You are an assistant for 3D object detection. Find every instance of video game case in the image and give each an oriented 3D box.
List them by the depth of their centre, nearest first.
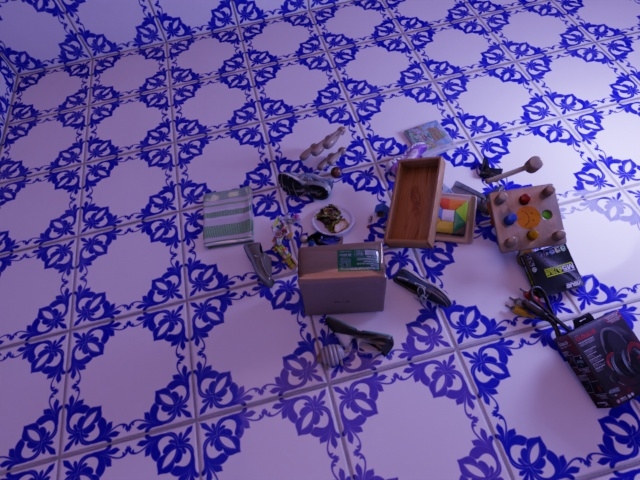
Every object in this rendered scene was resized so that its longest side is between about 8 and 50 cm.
[{"bbox_3d":[0.562,-0.521,2.239,0.194,0.023,0.212,-20,57,-7],"label":"video game case"}]

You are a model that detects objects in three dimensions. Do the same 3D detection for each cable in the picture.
[{"bbox_3d":[0.865,0.287,1.666,0.287,0.072,0.139,40,83,18],"label":"cable"}]

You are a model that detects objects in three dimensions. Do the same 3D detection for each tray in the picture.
[{"bbox_3d":[0.415,-0.167,1.907,0.203,0.076,0.410,1,67,33],"label":"tray"}]

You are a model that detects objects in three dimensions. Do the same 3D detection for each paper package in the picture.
[{"bbox_3d":[0.082,0.153,1.684,0.325,0.309,0.168,-3,57,3],"label":"paper package"}]

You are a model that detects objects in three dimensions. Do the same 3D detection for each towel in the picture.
[{"bbox_3d":[-0.440,-0.114,2.076,0.248,0.038,0.324,-10,57,1],"label":"towel"}]

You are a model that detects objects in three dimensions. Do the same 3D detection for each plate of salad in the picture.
[{"bbox_3d":[0.057,-0.103,1.995,0.200,0.048,0.199,-3,48,3],"label":"plate of salad"}]

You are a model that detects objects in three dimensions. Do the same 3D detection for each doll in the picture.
[{"bbox_3d":[0.000,0.000,1.944,0.189,0.046,0.129,7,37,14],"label":"doll"}]

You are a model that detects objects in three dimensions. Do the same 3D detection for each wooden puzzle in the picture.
[{"bbox_3d":[0.554,-0.104,1.913,0.239,0.044,0.220,6,82,12],"label":"wooden puzzle"}]

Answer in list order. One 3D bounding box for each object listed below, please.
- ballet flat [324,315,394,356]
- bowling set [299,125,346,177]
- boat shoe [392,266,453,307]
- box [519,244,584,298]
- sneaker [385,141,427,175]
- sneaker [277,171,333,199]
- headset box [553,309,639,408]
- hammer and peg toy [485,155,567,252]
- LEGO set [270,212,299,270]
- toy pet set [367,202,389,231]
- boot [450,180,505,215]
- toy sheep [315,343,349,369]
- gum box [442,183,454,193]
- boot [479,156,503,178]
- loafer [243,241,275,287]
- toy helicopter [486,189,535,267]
[{"bbox_3d":[0.139,0.372,1.668,0.281,0.095,0.096,14,71,15],"label":"ballet flat"},{"bbox_3d":[0.050,-0.423,2.172,0.154,0.199,0.287,-49,23,-28],"label":"bowling set"},{"bbox_3d":[0.406,0.199,1.747,0.255,0.095,0.079,36,66,27],"label":"boat shoe"},{"bbox_3d":[0.923,0.121,1.743,0.191,0.045,0.184,-14,72,-4],"label":"box"},{"bbox_3d":[0.436,-0.383,2.128,0.236,0.095,0.104,-36,66,-8],"label":"sneaker"},{"bbox_3d":[-0.070,-0.278,2.121,0.283,0.110,0.122,19,43,15],"label":"sneaker"},{"bbox_3d":[0.989,0.397,1.517,0.218,0.110,0.293,-22,69,-8],"label":"headset box"},{"bbox_3d":[0.813,-0.140,1.758,0.266,0.127,0.360,-10,79,7],"label":"hammer and peg toy"},{"bbox_3d":[-0.162,-0.008,1.935,0.132,0.107,0.286,-3,57,4],"label":"LEGO set"},{"bbox_3d":[0.280,-0.108,1.977,0.122,0.065,0.114,10,59,12],"label":"toy pet set"},{"bbox_3d":[0.715,-0.221,2.007,0.209,0.076,0.189,30,64,30],"label":"boot"},{"bbox_3d":[0.046,0.433,1.641,0.132,0.091,0.091,-15,57,-5],"label":"toy sheep"},{"bbox_3d":[0.503,-0.211,2.009,0.157,0.041,0.184,-38,61,2],"label":"gum box"},{"bbox_3d":[0.818,-0.341,2.082,0.099,0.045,0.121,11,66,16],"label":"boot"},{"bbox_3d":[-0.252,0.095,1.885,0.088,0.094,0.251,-29,59,-8],"label":"loafer"},{"bbox_3d":[0.834,-0.054,1.849,0.235,0.140,0.354,-2,69,-2],"label":"toy helicopter"}]
